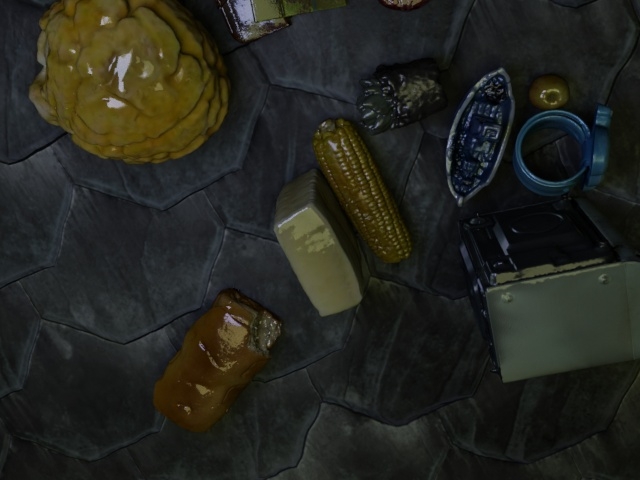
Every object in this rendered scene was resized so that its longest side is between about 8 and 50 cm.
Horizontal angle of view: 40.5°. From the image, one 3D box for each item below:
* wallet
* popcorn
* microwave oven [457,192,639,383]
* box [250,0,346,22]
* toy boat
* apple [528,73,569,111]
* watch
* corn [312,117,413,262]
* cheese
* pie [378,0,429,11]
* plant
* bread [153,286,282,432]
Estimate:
[{"bbox_3d":[-0.166,-0.537,1.782,0.137,0.031,0.255,-21,110,5],"label":"wallet"},{"bbox_3d":[-0.370,-0.320,1.702,0.390,0.354,0.344,38,88,-11],"label":"popcorn"},{"bbox_3d":[0.473,0.075,1.814,0.333,0.394,0.247,-10,111,4],"label":"microwave oven"},{"bbox_3d":[-0.052,-0.524,1.770,0.193,0.030,0.121,-13,110,-7],"label":"box"},{"bbox_3d":[0.337,-0.219,1.840,0.129,0.142,0.309,13,109,-6],"label":"toy boat"},{"bbox_3d":[0.486,-0.313,1.840,0.084,0.071,0.084,1,110,2],"label":"apple"},{"bbox_3d":[0.511,-0.194,1.843,0.193,0.211,0.211,5,111,10],"label":"watch"},{"bbox_3d":[0.093,-0.107,1.897,0.120,0.120,0.363,-28,108,10],"label":"corn"},{"bbox_3d":[0.000,0.000,1.859,0.124,0.265,0.242,-28,108,11],"label":"cheese"},{"bbox_3d":[0.172,-0.544,1.773,0.154,0.038,0.153,0,108,1],"label":"pie"},{"bbox_3d":[0.163,-0.306,1.818,0.195,0.129,0.132,-18,107,3],"label":"plant"},{"bbox_3d":[-0.245,0.285,2.031,0.195,0.149,0.344,32,107,-12],"label":"bread"}]
